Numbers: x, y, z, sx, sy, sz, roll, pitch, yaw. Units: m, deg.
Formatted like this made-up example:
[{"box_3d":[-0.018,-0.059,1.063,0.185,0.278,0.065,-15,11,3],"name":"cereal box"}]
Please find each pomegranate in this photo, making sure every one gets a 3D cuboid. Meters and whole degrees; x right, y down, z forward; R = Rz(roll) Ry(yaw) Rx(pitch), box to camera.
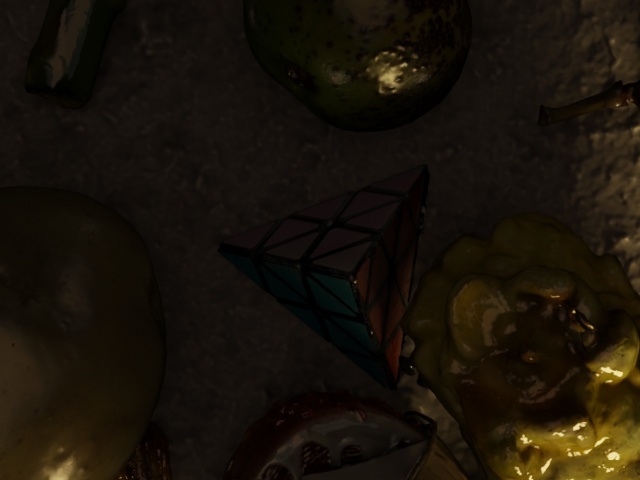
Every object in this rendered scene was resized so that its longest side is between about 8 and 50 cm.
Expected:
[{"box_3d":[0.055,-0.215,1.320,0.248,0.214,0.214,-41,92,-23],"name":"pomegranate"}]

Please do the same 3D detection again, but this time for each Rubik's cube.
[{"box_3d":[0.000,0.000,1.392,0.178,0.211,0.190,13,58,19],"name":"Rubik's cube"}]

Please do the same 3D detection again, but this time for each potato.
[{"box_3d":[-0.263,0.116,1.301,0.243,0.221,0.326,25,81,-12],"name":"potato"}]

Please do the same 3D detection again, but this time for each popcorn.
[{"box_3d":[0.197,0.116,1.307,0.215,0.252,0.286,-38,83,26],"name":"popcorn"}]

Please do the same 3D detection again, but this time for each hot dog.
[{"box_3d":[-0.165,0.208,1.397,0.058,0.035,0.083,-4,92,3],"name":"hot dog"}]

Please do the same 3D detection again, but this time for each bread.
[{"box_3d":[0.018,0.241,1.356,0.212,0.142,0.224,33,85,-12],"name":"bread"}]

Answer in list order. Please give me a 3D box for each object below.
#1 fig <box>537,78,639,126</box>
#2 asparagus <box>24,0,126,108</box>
[{"box_3d":[0.352,-0.131,1.344,0.249,0.186,0.203,2,67,40],"name":"fig"},{"box_3d":[-0.203,-0.256,1.371,0.067,0.060,0.277,14,91,9],"name":"asparagus"}]
